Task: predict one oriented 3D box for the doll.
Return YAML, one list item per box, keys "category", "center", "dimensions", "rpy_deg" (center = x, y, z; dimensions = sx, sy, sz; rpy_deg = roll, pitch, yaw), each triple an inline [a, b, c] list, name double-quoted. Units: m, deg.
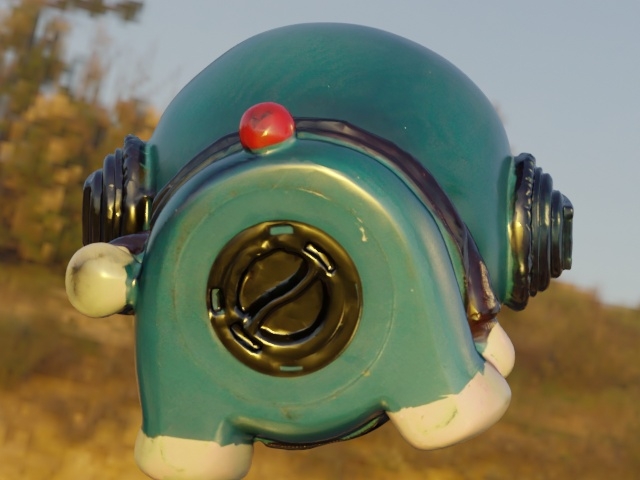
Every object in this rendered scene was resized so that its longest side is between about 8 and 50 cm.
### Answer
- category: "doll"
  center: [0.000, 0.000, 1.070]
  dimensions: [0.284, 0.240, 0.310]
  rpy_deg: [3, 10, 7]
